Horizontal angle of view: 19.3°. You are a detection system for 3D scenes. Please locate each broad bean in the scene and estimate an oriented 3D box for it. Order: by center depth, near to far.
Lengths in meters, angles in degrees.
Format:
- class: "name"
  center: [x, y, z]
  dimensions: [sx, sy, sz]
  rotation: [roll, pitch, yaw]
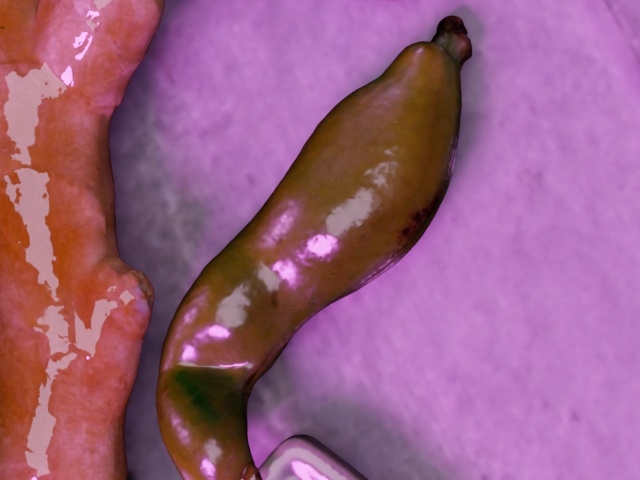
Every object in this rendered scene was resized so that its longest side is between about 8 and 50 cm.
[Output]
- class: "broad bean"
  center: [0.000, 0.000, 0.728]
  dimensions: [0.070, 0.048, 0.214]
  rotation: [25, 80, 33]

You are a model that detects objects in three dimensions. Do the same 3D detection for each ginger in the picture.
- class: "ginger"
  center: [-0.111, 0.025, 0.724]
  dimensions: [0.118, 0.065, 0.299]
  rotation: [-2, 87, 34]

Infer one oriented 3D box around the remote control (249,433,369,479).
- class: "remote control"
  center: [-0.056, 0.215, 0.716]
  dimensions: [0.123, 0.038, 0.285]
  rotation: [42, 88, 7]
